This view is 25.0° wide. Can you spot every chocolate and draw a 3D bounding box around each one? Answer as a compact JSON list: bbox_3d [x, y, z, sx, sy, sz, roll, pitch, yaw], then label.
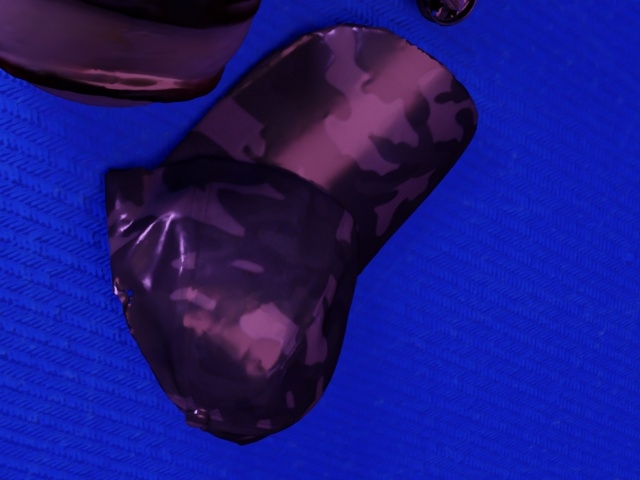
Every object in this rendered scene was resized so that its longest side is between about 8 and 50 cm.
[{"bbox_3d":[-0.153,-0.220,1.149,0.284,0.186,0.283,-10,140,-9],"label":"chocolate"}]

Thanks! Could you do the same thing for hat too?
[{"bbox_3d":[0.000,0.000,1.422,0.382,0.257,0.366,-35,135,21],"label":"hat"}]

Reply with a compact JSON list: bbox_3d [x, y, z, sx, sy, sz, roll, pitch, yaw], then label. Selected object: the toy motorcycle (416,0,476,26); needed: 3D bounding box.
[{"bbox_3d":[0.105,-0.310,1.355,0.152,0.073,0.225,-48,129,3],"label":"toy motorcycle"}]
